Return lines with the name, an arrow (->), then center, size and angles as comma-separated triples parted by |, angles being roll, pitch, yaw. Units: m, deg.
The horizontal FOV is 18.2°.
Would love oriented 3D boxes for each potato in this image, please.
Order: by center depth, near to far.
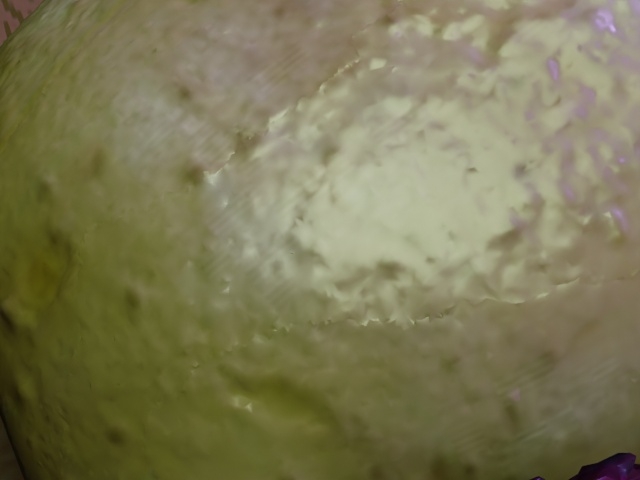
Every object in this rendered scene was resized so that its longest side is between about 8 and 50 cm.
potato -> 0.000, 0.000, 0.572 | 0.242, 0.242, 0.285 | -30, 63, -21

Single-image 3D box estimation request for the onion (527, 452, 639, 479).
onion -> 0.131, 0.226, 0.394 | 0.385, 0.347, 0.348 | 31, 46, -36
